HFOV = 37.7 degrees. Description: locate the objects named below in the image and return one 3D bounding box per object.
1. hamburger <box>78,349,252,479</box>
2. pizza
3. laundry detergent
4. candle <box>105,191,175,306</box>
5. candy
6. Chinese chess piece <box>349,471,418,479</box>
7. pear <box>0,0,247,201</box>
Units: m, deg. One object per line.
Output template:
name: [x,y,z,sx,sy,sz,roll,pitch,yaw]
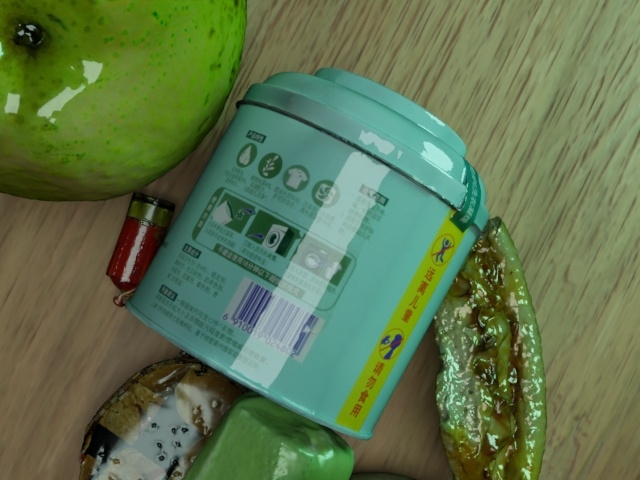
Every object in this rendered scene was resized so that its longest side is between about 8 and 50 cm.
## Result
hamburger: [-0.149,0.242,1.032,0.231,0.107,0.230,1,83,-5]
pizza: [0.187,0.147,1.031,0.074,0.182,0.365,-11,67,36]
laundry detergent: [0.000,0.000,0.957,0.287,0.287,0.305,29,86,-4]
candle: [-0.207,0.012,1.057,0.052,0.052,0.130,18,88,-4]
candy: [-0.099,0.314,0.935,0.132,0.142,0.343,34,96,24]
Chinese chess piece: [0.061,0.394,1.042,0.270,0.112,0.269,0,90,-5]
pear: [-0.255,-0.206,0.886,0.391,0.391,0.390,0,89,-5]
